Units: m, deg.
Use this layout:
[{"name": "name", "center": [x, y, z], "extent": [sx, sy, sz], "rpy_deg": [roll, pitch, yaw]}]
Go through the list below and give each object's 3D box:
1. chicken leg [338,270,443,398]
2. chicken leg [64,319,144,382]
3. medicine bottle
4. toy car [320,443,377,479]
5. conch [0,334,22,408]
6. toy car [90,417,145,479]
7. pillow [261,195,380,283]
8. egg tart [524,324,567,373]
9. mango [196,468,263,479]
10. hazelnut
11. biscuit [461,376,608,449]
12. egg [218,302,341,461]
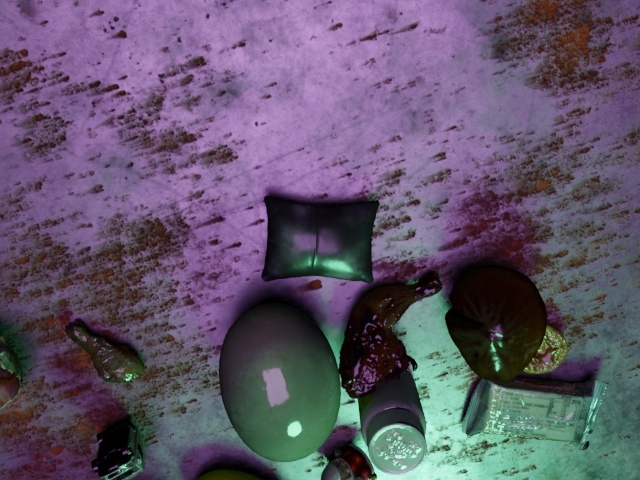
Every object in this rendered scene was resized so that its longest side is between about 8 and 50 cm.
[{"name": "chicken leg", "center": [0.144, 0.198, 1.611], "extent": [0.177, 0.083, 0.323], "rpy_deg": [18, 78, 9]}, {"name": "chicken leg", "center": [-0.488, 0.250, 1.644], "extent": [0.198, 0.069, 0.085], "rpy_deg": [39, 100, -5]}, {"name": "medicine bottle", "center": [0.156, 0.386, 1.606], "extent": [0.143, 0.258, 0.144], "rpy_deg": [0, 106, -1]}, {"name": "toy car", "center": [0.053, 0.558, 1.717], "extent": [0.112, 0.112, 0.139], "rpy_deg": [-5, 120, -36]}, {"name": "conch", "center": [-0.762, 0.253, 1.592], "extent": [0.210, 0.159, 0.291], "rpy_deg": [-16, 145, -6]}, {"name": "toy car", "center": [-0.440, 0.483, 1.638], "extent": [0.089, 0.209, 0.108], "rpy_deg": [-26, 104, -7]}, {"name": "pillow", "center": [0.000, 0.000, 1.566], "extent": [0.249, 0.106, 0.186], "rpy_deg": [1, 99, -5]}, {"name": "egg tart", "center": [0.499, 0.243, 1.684], "extent": [0.130, 0.052, 0.131], "rpy_deg": [0, 106, 0]}, {"name": "mango", "center": [-0.168, 0.643, 1.737], "extent": [0.293, 0.143, 0.175], "rpy_deg": [35, 108, -1]}, {"name": "hazelnut", "center": [0.376, 0.181, 1.580], "extent": [0.217, 0.217, 0.252], "rpy_deg": [-4, 103, -1]}, {"name": "biscuit", "center": [0.495, 0.396, 1.716], "extent": [0.308, 0.079, 0.186], "rpy_deg": [5, 108, -4]}, {"name": "egg", "center": [-0.086, 0.304, 1.575], "extent": [0.258, 0.258, 0.352], "rpy_deg": [-16, 107, 3]}]
